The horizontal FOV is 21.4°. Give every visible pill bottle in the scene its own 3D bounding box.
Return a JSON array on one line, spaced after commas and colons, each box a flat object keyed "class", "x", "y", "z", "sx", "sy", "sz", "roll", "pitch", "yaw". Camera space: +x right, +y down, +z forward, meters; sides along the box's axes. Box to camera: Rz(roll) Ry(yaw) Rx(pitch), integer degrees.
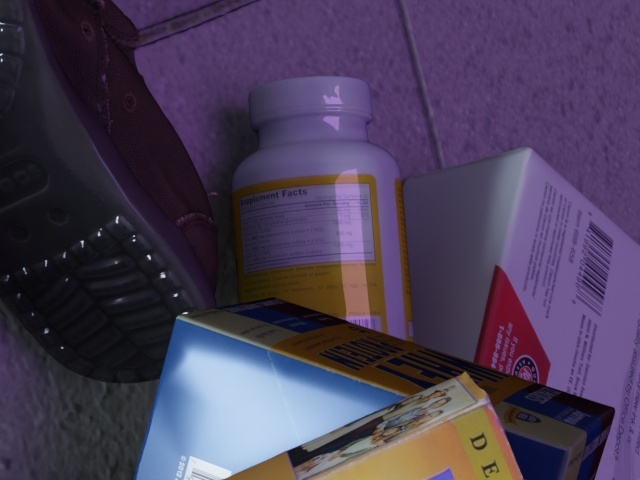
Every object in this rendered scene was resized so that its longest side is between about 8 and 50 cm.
[{"class": "pill bottle", "x": 0.000, "y": 0.000, "z": 1.011, "sx": 0.103, "sy": 0.103, "sz": 0.184, "roll": 4, "pitch": 79, "yaw": -45}]

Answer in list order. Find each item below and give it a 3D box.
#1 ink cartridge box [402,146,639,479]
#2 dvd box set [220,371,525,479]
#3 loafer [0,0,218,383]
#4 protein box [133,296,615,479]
[{"class": "ink cartridge box", "x": 0.161, "y": 0.096, "z": 1.149, "sx": 0.273, "sy": 0.114, "sz": 0.197, "roll": 36, "pitch": 57, "yaw": -34}, {"class": "dvd box set", "x": -0.067, "y": 0.277, "z": 0.728, "sx": 0.420, "sy": 0.062, "sz": 0.308, "roll": -24, "pitch": 102, "yaw": -3}, {"class": "loafer", "x": -0.166, "y": -0.091, "z": 0.863, "sx": 0.130, "sy": 0.133, "sz": 0.366, "roll": -78, "pitch": 147, "yaw": -54}, {"class": "protein box", "x": 0.017, "y": 0.155, "z": 0.858, "sx": 0.136, "sy": 0.201, "sz": 0.200, "roll": -7, "pitch": 114, "yaw": -71}]
